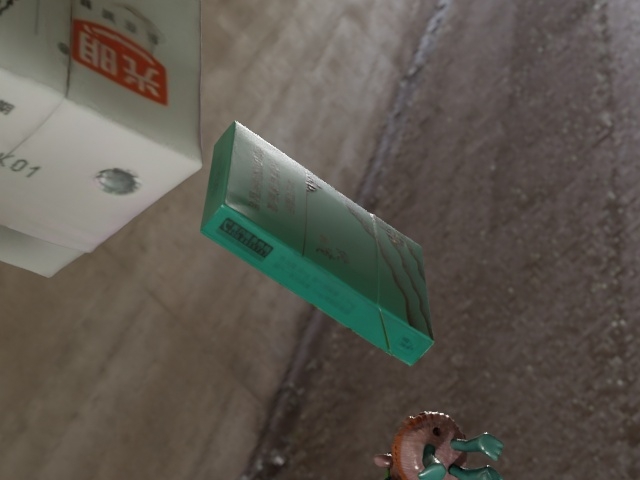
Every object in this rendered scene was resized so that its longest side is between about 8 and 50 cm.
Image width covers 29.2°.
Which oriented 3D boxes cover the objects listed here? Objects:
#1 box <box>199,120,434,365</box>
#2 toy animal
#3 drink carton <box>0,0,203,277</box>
[{"bbox_3d":[0.000,0.000,1.098,0.042,0.226,0.161,-48,20,25],"label":"box"},{"bbox_3d":[0.094,0.213,1.109,0.103,0.100,0.208,-56,3,-19],"label":"toy animal"},{"bbox_3d":[-0.123,-0.153,0.481,0.107,0.131,0.314,-33,46,37],"label":"drink carton"}]
